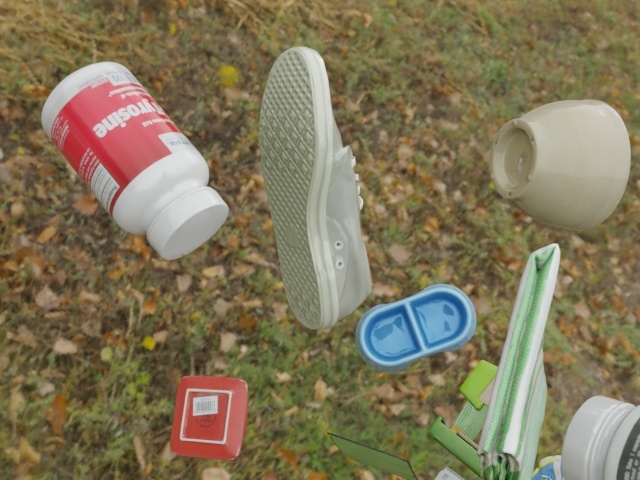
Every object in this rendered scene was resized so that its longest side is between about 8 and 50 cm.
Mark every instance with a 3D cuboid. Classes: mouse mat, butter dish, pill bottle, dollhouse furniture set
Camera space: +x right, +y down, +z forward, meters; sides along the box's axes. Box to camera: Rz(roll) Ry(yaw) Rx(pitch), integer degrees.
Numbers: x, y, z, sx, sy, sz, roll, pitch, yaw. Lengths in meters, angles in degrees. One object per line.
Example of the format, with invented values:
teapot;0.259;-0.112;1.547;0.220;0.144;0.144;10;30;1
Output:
mouse mat;0.096;0.389;1.466;0.153;0.189;0.007;15;66;19
butter dish;-0.206;0.361;1.656;0.118;0.160;0.160;39;53;-62
pill bottle;-0.386;-0.164;1.735;0.407;0.229;0.229;49;39;14
pill bottle;0.465;0.299;1.034;0.161;0.161;0.283;-6;13;-41
dollhouse furniture set;0.356;0.391;1.722;0.151;0.197;0.301;36;-8;22

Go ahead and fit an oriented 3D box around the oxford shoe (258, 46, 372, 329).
oxford shoe;0.000;-0.080;1.293;0.130;0.449;0.169;-18;20;-30

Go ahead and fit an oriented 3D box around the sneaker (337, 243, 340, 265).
sneaker;0.000;0.000;1.454;0.059;0.144;0.053;28;67;42

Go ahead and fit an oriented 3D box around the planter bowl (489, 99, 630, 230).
planter bowl;0.275;-0.095;0.990;0.109;0.162;0.162;3;49;-23

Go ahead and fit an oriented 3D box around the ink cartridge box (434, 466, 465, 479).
ink cartridge box;0.272;0.541;1.504;0.208;0.153;0.087;40;-9;-22

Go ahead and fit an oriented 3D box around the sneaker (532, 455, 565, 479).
sneaker;0.545;0.617;2.013;0.091;0.240;0.126;33;51;-6

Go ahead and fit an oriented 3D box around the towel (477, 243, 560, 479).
towel;0.218;0.185;0.874;0.038;0.325;0.248;8;56;21

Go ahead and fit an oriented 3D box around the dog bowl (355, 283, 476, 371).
dog bowl;0.225;0.206;1.938;0.074;0.297;0.166;53;17;-79
